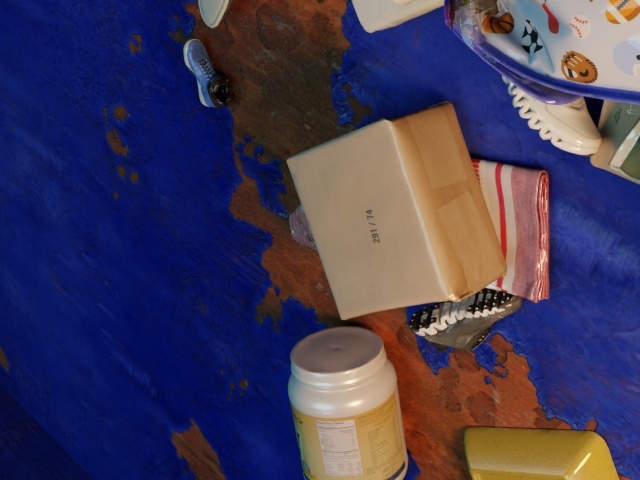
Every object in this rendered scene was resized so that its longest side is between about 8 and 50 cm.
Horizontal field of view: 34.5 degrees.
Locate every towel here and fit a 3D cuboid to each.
[{"bbox_3d":[0.259,-0.034,1.833,0.329,0.037,0.237,15,118,43],"label":"towel"}]

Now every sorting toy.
[{"bbox_3d":[0.512,-0.159,1.508,0.208,0.038,0.193,26,130,29],"label":"sorting toy"}]

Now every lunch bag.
[{"bbox_3d":[0.397,-0.315,1.305,0.385,0.328,0.239,16,125,38],"label":"lunch bag"}]

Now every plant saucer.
[{"bbox_3d":[0.431,0.524,1.972,0.333,0.081,0.332,-10,106,49],"label":"plant saucer"}]

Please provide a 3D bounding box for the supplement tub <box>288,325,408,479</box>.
[{"bbox_3d":[0.056,0.361,2.152,0.228,0.228,0.316,13,122,42],"label":"supplement tub"}]

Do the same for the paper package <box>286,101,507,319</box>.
[{"bbox_3d":[0.128,-0.045,1.821,0.309,0.168,0.324,-16,94,50],"label":"paper package"}]

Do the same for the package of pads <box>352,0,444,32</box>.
[{"bbox_3d":[0.116,-0.504,1.661,0.229,0.101,0.296,-12,103,49],"label":"package of pads"}]

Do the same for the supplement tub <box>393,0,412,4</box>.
[{"bbox_3d":[0.199,-0.492,1.407,0.325,0.235,0.235,-28,91,28],"label":"supplement tub"}]

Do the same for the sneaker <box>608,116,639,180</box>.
[{"bbox_3d":[0.492,-0.156,1.458,0.086,0.064,0.192,36,135,10],"label":"sneaker"}]

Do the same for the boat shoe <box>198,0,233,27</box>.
[{"bbox_3d":[-0.176,-0.527,1.975,0.095,0.079,0.254,38,133,28],"label":"boat shoe"}]

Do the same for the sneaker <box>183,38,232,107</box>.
[{"bbox_3d":[-0.230,-0.348,2.155,0.085,0.058,0.152,16,128,47],"label":"sneaker"}]

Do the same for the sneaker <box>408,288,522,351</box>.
[{"bbox_3d":[0.284,0.149,1.907,0.234,0.078,0.106,-23,121,36],"label":"sneaker"}]

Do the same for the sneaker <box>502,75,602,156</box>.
[{"bbox_3d":[0.341,-0.257,1.562,0.118,0.110,0.292,-43,70,35],"label":"sneaker"}]

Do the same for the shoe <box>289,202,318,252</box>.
[{"bbox_3d":[0.000,0.000,2.127,0.178,0.063,0.081,61,142,8],"label":"shoe"}]
